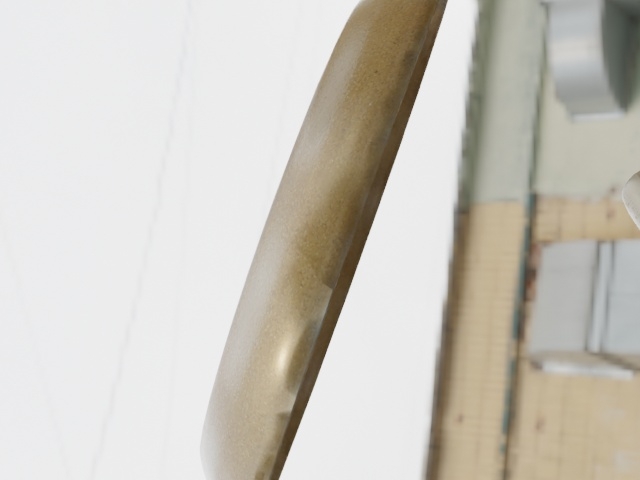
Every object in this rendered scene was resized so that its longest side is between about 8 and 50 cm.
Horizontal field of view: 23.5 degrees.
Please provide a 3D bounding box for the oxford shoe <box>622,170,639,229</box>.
[{"bbox_3d":[0.359,-0.016,1.237,0.348,0.130,0.123,9,-61,-56],"label":"oxford shoe"}]

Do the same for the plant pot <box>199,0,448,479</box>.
[{"bbox_3d":[0.000,0.000,0.596,0.236,0.032,0.236,19,-90,-87],"label":"plant pot"}]
